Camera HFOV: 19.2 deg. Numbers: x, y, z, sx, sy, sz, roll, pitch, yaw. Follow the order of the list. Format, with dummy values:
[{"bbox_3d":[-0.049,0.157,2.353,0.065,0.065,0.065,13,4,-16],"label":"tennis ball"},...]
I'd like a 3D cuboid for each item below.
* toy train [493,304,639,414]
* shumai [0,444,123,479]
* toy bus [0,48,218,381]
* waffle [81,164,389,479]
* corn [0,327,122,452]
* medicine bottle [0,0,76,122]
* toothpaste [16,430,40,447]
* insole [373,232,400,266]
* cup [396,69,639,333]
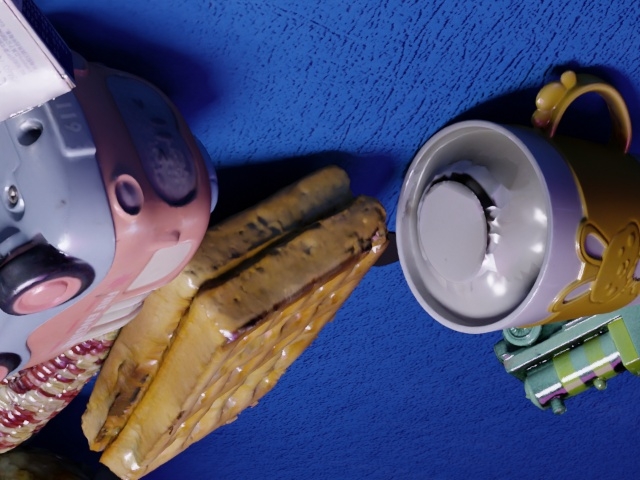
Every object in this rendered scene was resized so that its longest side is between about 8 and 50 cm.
[{"bbox_3d":[0.283,0.103,1.989,0.200,0.132,0.083,-31,149,21],"label":"toy train"},{"bbox_3d":[-0.273,0.397,1.929,0.395,0.395,0.348,-28,166,21],"label":"shumai"},{"bbox_3d":[-0.201,-0.014,1.441,0.232,0.194,0.287,-4,151,-40],"label":"toy bus"},{"bbox_3d":[-0.084,0.080,1.690,0.224,0.098,0.327,-30,166,-35],"label":"waffle"},{"bbox_3d":[-0.244,0.094,1.717,0.098,0.098,0.290,10,138,-41],"label":"corn"},{"bbox_3d":[-0.282,-0.142,1.238,0.171,0.052,0.201,-24,135,13],"label":"medicine bottle"},{"bbox_3d":[-0.399,0.260,2.003,0.255,0.037,0.067,-37,150,26],"label":"toothpaste"},{"bbox_3d":[0.000,-0.001,1.774,0.232,0.003,0.080,7,145,-39],"label":"insole"},{"bbox_3d":[0.211,-0.035,1.675,0.226,0.185,0.241,2,117,-42],"label":"cup"}]
